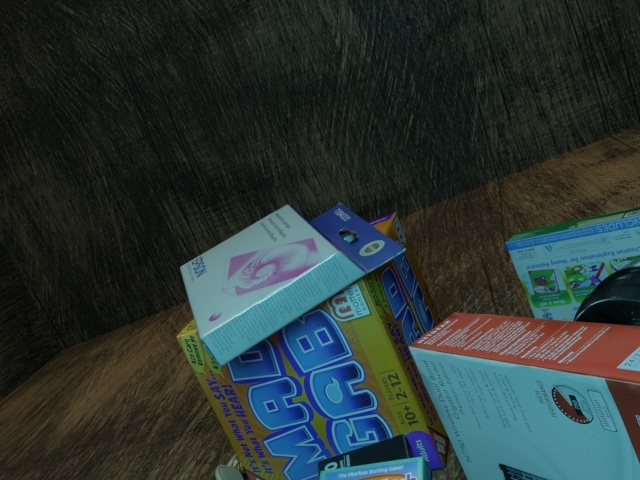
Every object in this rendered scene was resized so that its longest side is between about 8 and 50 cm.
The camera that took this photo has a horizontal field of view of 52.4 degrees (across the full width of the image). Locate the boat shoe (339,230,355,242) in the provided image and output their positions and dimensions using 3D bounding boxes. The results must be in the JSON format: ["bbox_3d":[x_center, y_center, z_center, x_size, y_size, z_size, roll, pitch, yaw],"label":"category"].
[{"bbox_3d":[0.000,0.000,1.220,0.142,0.040,0.049,-14,15,39],"label":"boat shoe"}]

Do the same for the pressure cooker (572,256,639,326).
[{"bbox_3d":[0.524,0.102,0.651,0.420,0.375,0.370,-28,9,-15],"label":"pressure cooker"}]

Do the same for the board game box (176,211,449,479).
[{"bbox_3d":[0.023,0.209,1.235,0.357,0.356,0.356,-20,13,21],"label":"board game box"}]

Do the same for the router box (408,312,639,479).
[{"bbox_3d":[0.268,0.242,0.646,0.082,0.335,0.301,-30,11,-27],"label":"router box"}]

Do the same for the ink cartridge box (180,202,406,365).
[{"bbox_3d":[-0.067,0.032,1.088,0.330,0.071,0.324,-33,22,-7],"label":"ink cartridge box"}]

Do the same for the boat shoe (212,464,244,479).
[{"bbox_3d":[-0.166,0.487,1.175,0.065,0.075,0.206,-67,17,6],"label":"boat shoe"}]

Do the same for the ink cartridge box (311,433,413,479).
[{"bbox_3d":[0.050,0.404,0.967,0.208,0.045,0.206,-23,28,9],"label":"ink cartridge box"}]

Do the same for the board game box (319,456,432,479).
[{"bbox_3d":[0.068,0.399,0.861,0.160,0.047,0.210,-16,34,19],"label":"board game box"}]

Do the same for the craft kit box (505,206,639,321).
[{"bbox_3d":[0.489,0.081,1.150,0.250,0.246,0.061,-13,13,42],"label":"craft kit box"}]

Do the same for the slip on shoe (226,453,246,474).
[{"bbox_3d":[-0.146,0.433,1.343,0.041,0.051,0.135,-24,13,32],"label":"slip on shoe"}]
